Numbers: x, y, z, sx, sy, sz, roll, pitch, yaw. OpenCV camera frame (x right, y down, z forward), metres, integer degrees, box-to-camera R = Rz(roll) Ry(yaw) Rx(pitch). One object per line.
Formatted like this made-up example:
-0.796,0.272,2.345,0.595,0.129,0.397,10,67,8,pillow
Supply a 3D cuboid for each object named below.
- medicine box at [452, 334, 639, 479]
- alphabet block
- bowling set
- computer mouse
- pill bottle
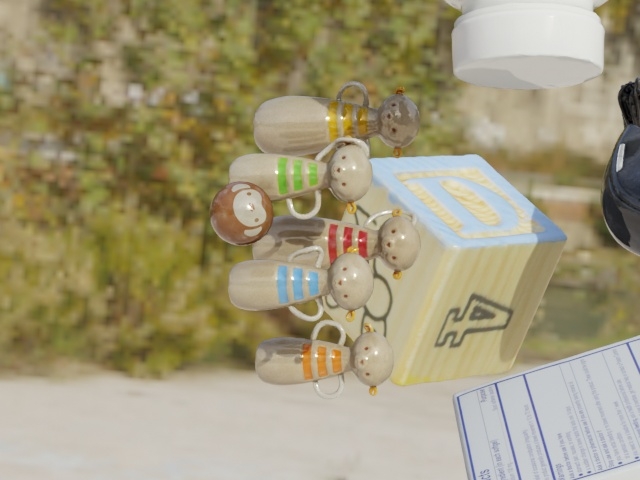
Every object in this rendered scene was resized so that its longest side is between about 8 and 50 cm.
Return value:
0.290,0.224,1.772,0.289,0.149,0.263,-18,19,6,medicine box
0.137,0.032,2.136,0.193,0.197,0.192,-3,36,-37,alphabet block
0.000,0.000,1.582,0.154,0.287,0.200,-2,0,13,bowling set
0.344,-0.042,2.042,0.060,0.184,0.262,-5,40,8,computer mouse
0.172,-0.285,1.523,0.169,0.302,0.169,1,-9,0,pill bottle
